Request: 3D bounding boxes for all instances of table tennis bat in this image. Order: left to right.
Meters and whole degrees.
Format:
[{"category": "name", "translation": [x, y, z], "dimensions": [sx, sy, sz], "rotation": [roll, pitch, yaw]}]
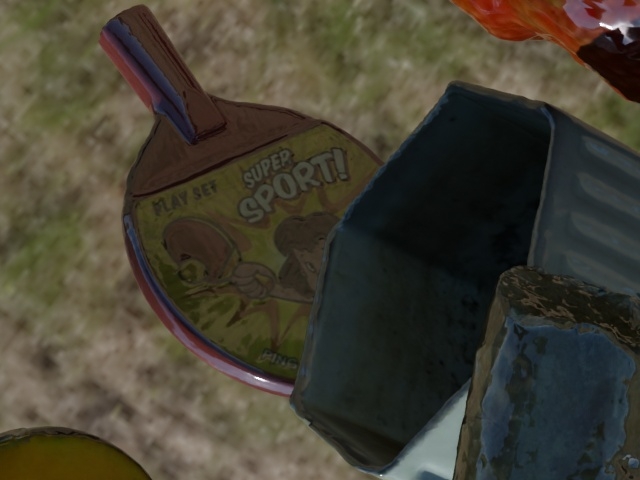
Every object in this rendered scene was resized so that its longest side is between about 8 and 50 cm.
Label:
[{"category": "table tennis bat", "translation": [-0.049, -0.028, 1.216], "dimensions": [0.310, 0.200, 0.038], "rotation": [54, 148, 17]}]

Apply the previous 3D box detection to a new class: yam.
[{"category": "yam", "translation": [0.096, 0.145, 0.830], "dimensions": [0.093, 0.093, 0.259], "rotation": [12, 97, 22]}]

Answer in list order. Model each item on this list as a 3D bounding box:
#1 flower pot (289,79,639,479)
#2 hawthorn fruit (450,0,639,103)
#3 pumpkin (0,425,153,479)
[{"category": "flower pot", "translation": [0.122, 0.047, 1.016], "dimensions": [0.190, 0.209, 0.239], "rotation": [24, 121, -25]}, {"category": "hawthorn fruit", "translation": [0.189, -0.197, 0.847], "dimensions": [0.275, 0.275, 0.300], "rotation": [43, 110, -14]}, {"category": "pumpkin", "translation": [-0.273, 0.203, 1.083], "dimensions": [0.232, 0.325, 0.242], "rotation": [-16, 80, 49]}]
